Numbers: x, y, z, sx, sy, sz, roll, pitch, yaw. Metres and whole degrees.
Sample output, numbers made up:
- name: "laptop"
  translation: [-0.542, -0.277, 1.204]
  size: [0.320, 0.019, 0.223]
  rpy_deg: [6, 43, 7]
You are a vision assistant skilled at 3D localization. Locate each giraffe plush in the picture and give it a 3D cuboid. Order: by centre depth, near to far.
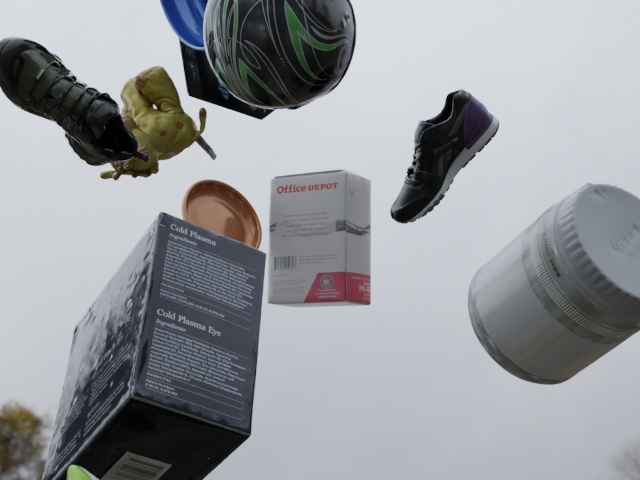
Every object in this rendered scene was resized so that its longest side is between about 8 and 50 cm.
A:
- name: "giraffe plush"
  translation: [-0.311, -0.177, 1.997]
  size: [0.170, 0.210, 0.181]
  rpy_deg: [-36, -24, -37]

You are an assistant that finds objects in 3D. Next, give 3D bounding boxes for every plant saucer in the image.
- name: "plant saucer"
  translation: [-0.217, -0.038, 2.475]
  size: [0.200, 0.200, 0.037]
  rpy_deg: [7, -34, -39]

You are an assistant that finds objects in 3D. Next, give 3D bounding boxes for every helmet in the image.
- name: "helmet"
  translation: [-0.054, -0.235, 1.308]
  size: [0.169, 0.169, 0.161]
  rpy_deg: [-38, -24, 30]

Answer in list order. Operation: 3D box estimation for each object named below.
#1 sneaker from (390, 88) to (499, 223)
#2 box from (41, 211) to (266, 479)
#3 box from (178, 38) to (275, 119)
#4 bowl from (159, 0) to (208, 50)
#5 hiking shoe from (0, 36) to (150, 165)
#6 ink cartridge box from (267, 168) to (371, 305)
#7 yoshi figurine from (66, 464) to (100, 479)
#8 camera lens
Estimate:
- name: "sneaker"
  translation: [0.209, -0.168, 2.228]
  size: [0.124, 0.107, 0.283]
  rpy_deg: [40, -94, -25]
- name: "box"
  translation: [-0.240, 0.194, 1.656]
  size: [0.179, 0.312, 0.343]
  rpy_deg: [22, -43, -22]
- name: "box"
  translation: [-0.164, -0.332, 1.979]
  size: [0.051, 0.175, 0.220]
  rpy_deg: [-42, -39, -39]
- name: "bowl"
  translation: [-0.154, -0.483, 1.734]
  size: [0.077, 0.391, 0.391]
  rpy_deg: [-6, -31, -30]
- name: "hiking shoe"
  translation: [-0.305, -0.177, 1.439]
  size: [0.114, 0.086, 0.227]
  rpy_deg: [5, -28, 42]
- name: "ink cartridge box"
  translation: [0.000, 0.000, 2.507]
  size: [0.207, 0.283, 0.117]
  rpy_deg: [-4, -9, 33]
- name: "yoshi figurine"
  translation: [-0.307, 0.343, 1.151]
  size: [0.362, 0.203, 0.203]
  rpy_deg: [7, 0, -16]
- name: "camera lens"
  translation: [0.368, 0.071, 1.706]
  size: [0.219, 0.219, 0.274]
  rpy_deg: [1, -31, -33]
